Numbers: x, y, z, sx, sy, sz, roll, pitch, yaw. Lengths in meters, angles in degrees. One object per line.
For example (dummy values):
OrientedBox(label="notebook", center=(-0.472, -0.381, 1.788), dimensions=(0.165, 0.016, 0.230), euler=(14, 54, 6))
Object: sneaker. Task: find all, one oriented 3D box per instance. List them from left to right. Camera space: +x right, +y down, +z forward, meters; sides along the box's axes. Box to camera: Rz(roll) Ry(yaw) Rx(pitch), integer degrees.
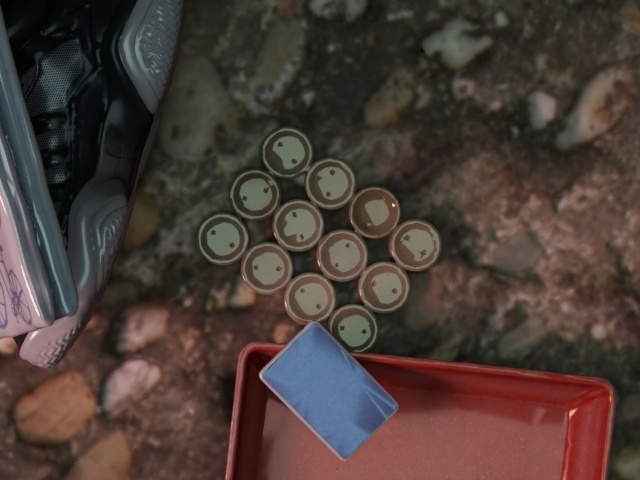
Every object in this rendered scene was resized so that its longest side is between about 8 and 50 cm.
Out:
OrientedBox(label="sneaker", center=(-0.191, -0.060, 1.054), dimensions=(0.153, 0.101, 0.268), euler=(17, 82, -4))

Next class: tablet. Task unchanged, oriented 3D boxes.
OrientedBox(label="tablet", center=(0.006, 0.099, 1.068), dimensions=(0.054, 0.006, 0.083), euler=(-45, 94, -4))

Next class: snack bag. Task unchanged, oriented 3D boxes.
OrientedBox(label="snack bag", center=(-0.232, -0.105, 0.940), dimensions=(0.037, 0.323, 0.342), euler=(-14, 91, -24))

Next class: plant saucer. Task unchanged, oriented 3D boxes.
OrientedBox(label="plant saucer", center=(0.058, 0.208, 1.098), dimensions=(0.258, 0.048, 0.259), euler=(6, 88, -5))

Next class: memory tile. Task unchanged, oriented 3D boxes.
OrientedBox(label="memory tile", center=(0.000, 0.000, 1.112), dimensions=(0.148, 0.012, 0.113), euler=(36, 86, -3))
